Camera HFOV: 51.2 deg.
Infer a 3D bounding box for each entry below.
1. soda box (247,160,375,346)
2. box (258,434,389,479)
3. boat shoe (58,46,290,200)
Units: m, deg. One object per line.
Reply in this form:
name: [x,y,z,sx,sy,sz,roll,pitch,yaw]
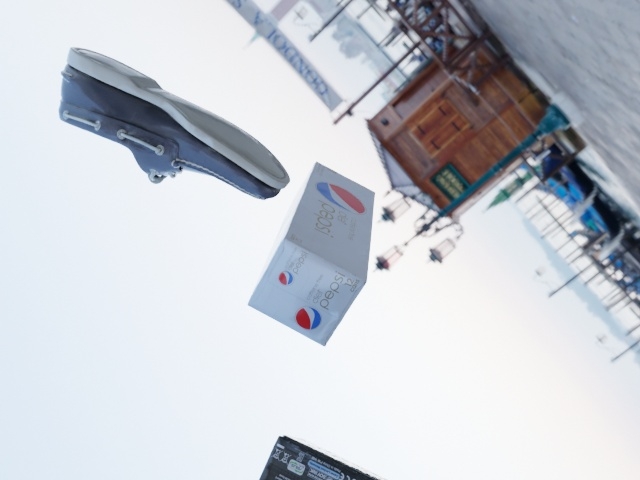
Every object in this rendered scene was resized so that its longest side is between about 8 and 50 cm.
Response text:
soda box: [0.000,0.000,0.600,0.073,0.069,0.216,28,-158,-5]
box: [0.024,0.236,0.381,0.190,0.184,0.045,19,168,21]
boat shoe: [-0.119,-0.078,0.525,0.206,0.065,0.075,31,-164,10]
